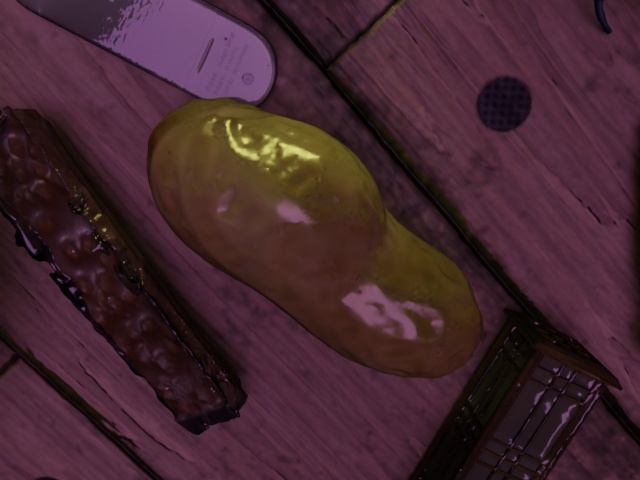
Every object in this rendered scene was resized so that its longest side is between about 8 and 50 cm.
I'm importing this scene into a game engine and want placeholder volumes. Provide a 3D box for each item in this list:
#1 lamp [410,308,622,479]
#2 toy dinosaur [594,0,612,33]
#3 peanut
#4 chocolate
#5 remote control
[{"bbox_3d":[0.143,0.229,0.563,0.090,0.089,0.325,27,103,-7],"label":"lamp"},{"bbox_3d":[0.398,-0.140,0.478,0.362,0.076,0.147,33,114,-13],"label":"toy dinosaur"},{"bbox_3d":[0.000,0.000,0.481,0.318,0.147,0.148,38,101,-4],"label":"peanut"},{"bbox_3d":[-0.180,0.033,0.529,0.102,0.065,0.329,-26,105,39],"label":"chocolate"},{"bbox_3d":[-0.150,-0.185,0.500,0.244,0.022,0.077,27,105,-6],"label":"remote control"}]
